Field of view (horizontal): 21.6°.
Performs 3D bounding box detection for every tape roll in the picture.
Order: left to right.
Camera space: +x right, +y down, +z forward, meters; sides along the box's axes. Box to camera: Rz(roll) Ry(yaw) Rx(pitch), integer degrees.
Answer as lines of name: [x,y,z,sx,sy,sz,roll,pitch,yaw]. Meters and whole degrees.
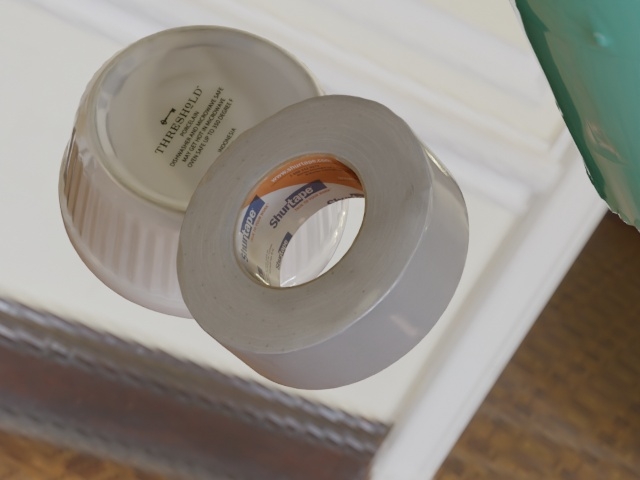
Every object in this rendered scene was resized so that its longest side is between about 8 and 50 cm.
tape roll: [0.000,0.000,1.278,0.219,0.219,0.072,46,2,40]

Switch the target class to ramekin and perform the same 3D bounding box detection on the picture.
ramekin: [-0.103,-0.074,1.513,0.273,0.127,0.273,3,58,-5]

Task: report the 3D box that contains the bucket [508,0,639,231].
bucket: [0.195,-0.136,0.667,0.183,0.281,0.281,64,-3,-33]
